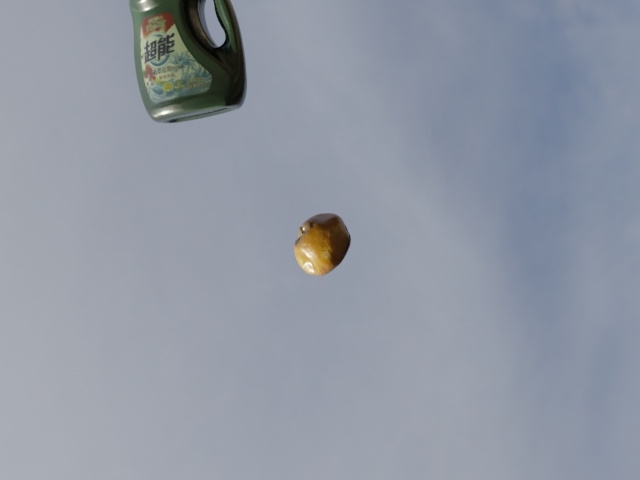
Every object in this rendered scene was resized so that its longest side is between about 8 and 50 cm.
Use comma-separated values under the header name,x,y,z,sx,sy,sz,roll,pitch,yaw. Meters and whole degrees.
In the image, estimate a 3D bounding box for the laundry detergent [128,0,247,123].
name,x,y,z,sx,sy,sz,roll,pitch,yaw
laundry detergent,-0.165,-0.260,1.080,0.078,0.144,0.221,-11,-88,-67

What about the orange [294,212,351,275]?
name,x,y,z,sx,sy,sz,roll,pitch,yaw
orange,0.000,0.000,1.140,0.062,0.086,0.086,36,-112,-27
